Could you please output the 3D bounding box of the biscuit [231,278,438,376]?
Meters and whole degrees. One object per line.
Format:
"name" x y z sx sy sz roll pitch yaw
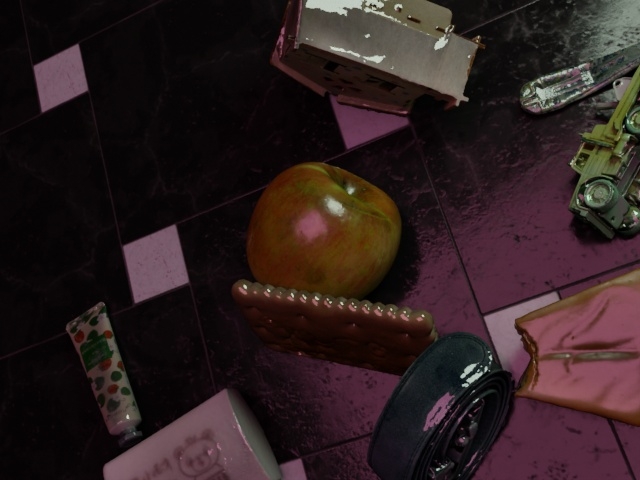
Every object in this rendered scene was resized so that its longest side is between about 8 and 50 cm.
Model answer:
"biscuit" 0.028 0.147 1.135 0.324 0.217 0.044 8 61 20

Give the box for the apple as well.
"apple" 0.000 0.000 1.194 0.246 0.246 0.226 41 113 23

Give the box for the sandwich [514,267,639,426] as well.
"sandwich" 0.382 0.132 1.040 0.198 0.155 0.228 11 81 21

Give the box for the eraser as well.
"eraser" -0.220 0.391 1.226 0.270 0.095 0.174 -33 72 10

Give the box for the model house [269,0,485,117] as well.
"model house" 0.080 -0.327 1.236 0.326 0.244 0.169 16 83 -12

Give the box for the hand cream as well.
"hand cream" -0.395 0.248 1.343 0.095 0.059 0.276 -33 65 7

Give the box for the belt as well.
"belt" 0.175 0.253 1.046 0.116 0.206 0.268 34 110 39

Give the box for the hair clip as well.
"hair clip" 0.436 -0.268 1.181 0.229 0.036 0.066 -22 66 20

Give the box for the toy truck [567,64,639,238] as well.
"toy truck" 0.459 -0.139 1.113 0.135 0.128 0.260 23 87 48
